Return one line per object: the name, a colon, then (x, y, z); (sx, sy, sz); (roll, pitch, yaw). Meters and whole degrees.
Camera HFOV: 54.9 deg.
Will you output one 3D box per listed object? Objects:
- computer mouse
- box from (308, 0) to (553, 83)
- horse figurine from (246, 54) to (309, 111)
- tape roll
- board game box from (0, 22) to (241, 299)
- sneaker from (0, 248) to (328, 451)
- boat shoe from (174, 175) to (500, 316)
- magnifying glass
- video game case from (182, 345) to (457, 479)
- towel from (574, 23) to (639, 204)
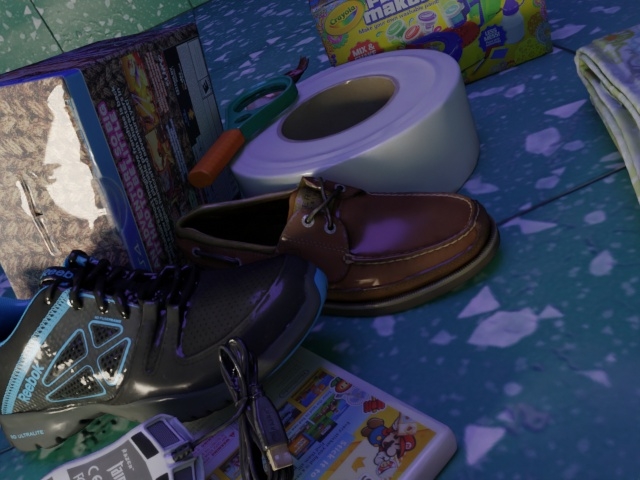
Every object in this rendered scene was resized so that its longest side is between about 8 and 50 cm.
computer mouse: (-0.112, 0.154, 0.409); (0.193, 0.042, 0.106); (-29, 69, 0)
box: (0.143, -0.348, 0.917); (0.290, 0.177, 0.279); (-19, 32, 10)
horse figurine: (-0.059, -0.202, 0.952); (0.174, 0.066, 0.263); (-13, 35, 8)
tape roll: (0.035, -0.116, 0.723); (0.286, 0.100, 0.286); (-19, 32, 12)
board game box: (-0.220, -0.088, 0.675); (0.141, 0.232, 0.291); (-5, 25, 15)
sneaker: (-0.160, 0.073, 0.504); (0.340, 0.140, 0.125); (-21, 21, 16)
boat shoe: (0.000, 0.000, 0.563); (0.307, 0.104, 0.111); (-11, 37, 23)
magnifying glass: (-0.092, -0.135, 0.722); (0.092, 0.026, 0.231); (-8, 36, 27)
video game case: (-0.054, 0.173, 0.425); (0.227, 0.026, 0.206); (-40, 34, -25)
towel: (0.424, -0.140, 0.495); (0.374, 0.090, 0.320); (-14, 34, 18)
